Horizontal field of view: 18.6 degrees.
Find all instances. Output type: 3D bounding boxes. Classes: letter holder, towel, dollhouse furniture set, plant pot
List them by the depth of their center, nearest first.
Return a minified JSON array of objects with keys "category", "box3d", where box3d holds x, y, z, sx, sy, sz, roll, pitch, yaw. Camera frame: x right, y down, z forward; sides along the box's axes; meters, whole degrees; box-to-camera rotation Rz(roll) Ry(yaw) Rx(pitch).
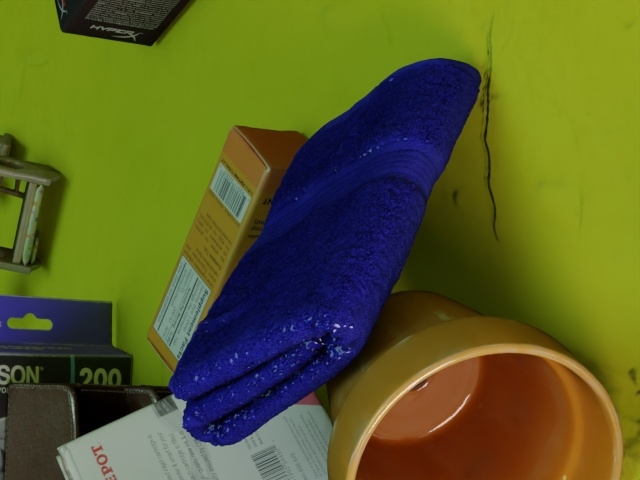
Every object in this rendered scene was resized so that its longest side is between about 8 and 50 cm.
[{"category":"plant pot","box3d":[0.090,0.129,1.429,0.188,0.205,0.205,-126,50,-62]},{"category":"towel","box3d":[0.000,0.000,1.518,0.228,0.076,0.308,-39,19,46]},{"category":"letter holder","box3d":[-0.180,0.285,1.810,0.214,0.152,0.301,-3,84,52]},{"category":"dollhouse furniture set","box3d":[-0.357,-0.012,2.172,0.161,0.101,0.182,-115,39,-71]}]

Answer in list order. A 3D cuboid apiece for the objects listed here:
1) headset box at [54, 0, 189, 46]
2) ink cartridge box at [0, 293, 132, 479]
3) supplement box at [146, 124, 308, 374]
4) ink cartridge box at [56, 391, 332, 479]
[{"category":"headset box","box3d":[-0.159,-0.361,1.886,0.293,0.110,0.218,-42,53,44]},{"category":"ink cartridge box","box3d":[-0.278,0.156,1.914,0.045,0.206,0.208,-4,84,48]},{"category":"supplement box","box3d":[-0.074,0.015,1.756,0.080,0.078,0.233,51,127,41]},{"category":"ink cartridge box","box3d":[-0.089,0.206,1.630,0.092,0.218,0.158,78,166,-49]}]
